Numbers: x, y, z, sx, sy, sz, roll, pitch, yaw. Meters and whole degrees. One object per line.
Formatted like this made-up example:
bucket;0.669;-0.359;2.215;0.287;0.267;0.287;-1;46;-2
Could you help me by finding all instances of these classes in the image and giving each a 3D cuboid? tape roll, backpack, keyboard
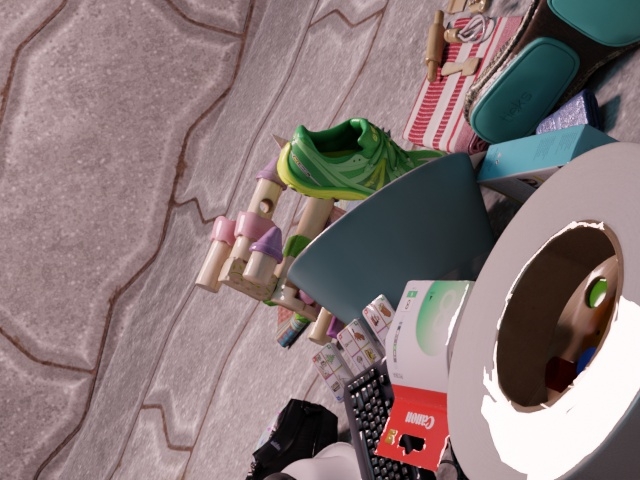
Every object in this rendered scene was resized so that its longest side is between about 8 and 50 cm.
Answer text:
tape roll;0.264;0.088;1.416;0.392;0.072;0.392;-51;25;35
backpack;-0.043;0.339;2.195;0.115;0.152;0.182;-49;19;49
keyboard;0.120;0.295;1.788;0.201;0.033;0.317;-36;59;39

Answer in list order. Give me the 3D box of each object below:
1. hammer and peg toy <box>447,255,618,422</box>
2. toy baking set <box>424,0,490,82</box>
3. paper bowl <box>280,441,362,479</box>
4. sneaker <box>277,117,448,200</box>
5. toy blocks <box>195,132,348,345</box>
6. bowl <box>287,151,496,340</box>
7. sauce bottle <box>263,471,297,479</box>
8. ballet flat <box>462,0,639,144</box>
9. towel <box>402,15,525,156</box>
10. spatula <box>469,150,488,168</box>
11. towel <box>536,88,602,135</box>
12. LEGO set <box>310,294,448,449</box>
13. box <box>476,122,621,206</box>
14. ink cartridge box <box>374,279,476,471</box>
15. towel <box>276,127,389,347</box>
hammer and peg toy;0.298;0.149;1.549;0.361;0.127;0.266;-54;24;29
toy baking set;0.232;-0.359;2.373;0.197;0.030;0.256;-42;30;54
paper bowl;-0.001;0.421;1.970;0.284;0.148;0.284;-50;25;34
sneaker;0.083;-0.126;2.213;0.109;0.296;0.123;-114;32;-47
toy blocks;0.000;0.000;2.277;0.260;0.289;0.309;-67;18;-15
bowl;0.126;0.030;1.978;0.312;0.163;0.311;-33;-11;-8
sauce bottle;0.043;0.390;1.745;0.344;0.111;0.111;26;91;43
ballet flat;0.358;-0.312;1.933;0.483;0.164;0.182;-46;17;51
towel;0.241;-0.258;2.338;0.237;0.037;0.329;-67;17;2
spatula;0.150;-0.061;2.142;0.242;0.019;0.168;-24;-14;-48
towel;0.342;-0.155;1.935;0.119;0.029;0.067;-41;48;55
LEGO set;0.111;0.212;1.897;0.182;0.060;0.244;-46;71;40
box;0.311;-0.093;1.849;0.244;0.101;0.060;-8;59;67
ink cartridge box;0.124;0.158;1.716;0.224;0.056;0.181;-66;19;-10
towel;0.018;-0.008;2.605;0.370;0.040;0.271;-52;22;32
